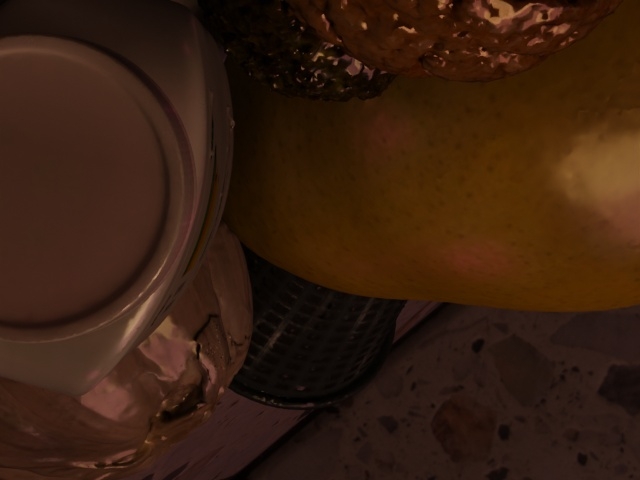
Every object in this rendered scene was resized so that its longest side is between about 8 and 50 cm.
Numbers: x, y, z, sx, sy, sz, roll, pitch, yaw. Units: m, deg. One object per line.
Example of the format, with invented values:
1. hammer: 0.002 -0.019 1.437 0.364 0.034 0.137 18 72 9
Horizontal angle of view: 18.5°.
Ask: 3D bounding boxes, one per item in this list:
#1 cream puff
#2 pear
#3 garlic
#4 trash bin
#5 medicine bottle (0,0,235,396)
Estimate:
1. cream puff: 0.021 -0.134 0.807 0.183 0.183 0.169 -29 176 -44
2. pear: 0.091 -0.093 0.979 0.336 0.285 0.285 -14 171 6
3. garlic: -0.131 0.061 1.148 0.228 0.152 0.228 -35 176 -3
4. trash bin: 0.000 0.000 1.258 0.175 0.175 0.161 -31 168 -35
5. medicine bottle: -0.096 -0.023 0.797 0.296 0.111 0.161 -19 125 -89
